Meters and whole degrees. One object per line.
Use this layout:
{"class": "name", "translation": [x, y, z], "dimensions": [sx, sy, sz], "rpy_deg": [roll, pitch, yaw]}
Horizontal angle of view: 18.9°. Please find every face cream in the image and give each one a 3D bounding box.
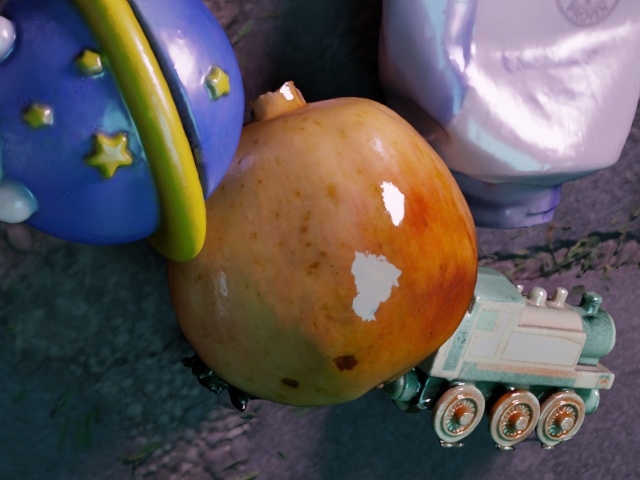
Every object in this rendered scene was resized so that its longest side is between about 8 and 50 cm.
{"class": "face cream", "translation": [0.133, -0.209, 1.183], "dimensions": [0.235, 0.137, 0.420], "rpy_deg": [-6, 112, -30]}

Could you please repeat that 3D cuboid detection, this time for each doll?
{"class": "doll", "translation": [-0.176, -0.095, 1.021], "dimensions": [0.243, 0.159, 0.311], "rpy_deg": [-25, 109, -3]}

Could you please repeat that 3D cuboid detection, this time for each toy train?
{"class": "toy train", "translation": [0.135, 0.084, 1.392], "dimensions": [0.194, 0.081, 0.125], "rpy_deg": [6, 111, -36]}

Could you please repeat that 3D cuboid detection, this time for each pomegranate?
{"class": "pomegranate", "translation": [-0.001, 0.004, 1.140], "dimensions": [0.191, 0.191, 0.191], "rpy_deg": [-18, 129, -24]}

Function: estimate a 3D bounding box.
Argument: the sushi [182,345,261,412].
{"class": "sushi", "translation": [-0.045, 0.065, 1.269], "dimensions": [0.084, 0.056, 0.083], "rpy_deg": [-48, 142, 1]}
